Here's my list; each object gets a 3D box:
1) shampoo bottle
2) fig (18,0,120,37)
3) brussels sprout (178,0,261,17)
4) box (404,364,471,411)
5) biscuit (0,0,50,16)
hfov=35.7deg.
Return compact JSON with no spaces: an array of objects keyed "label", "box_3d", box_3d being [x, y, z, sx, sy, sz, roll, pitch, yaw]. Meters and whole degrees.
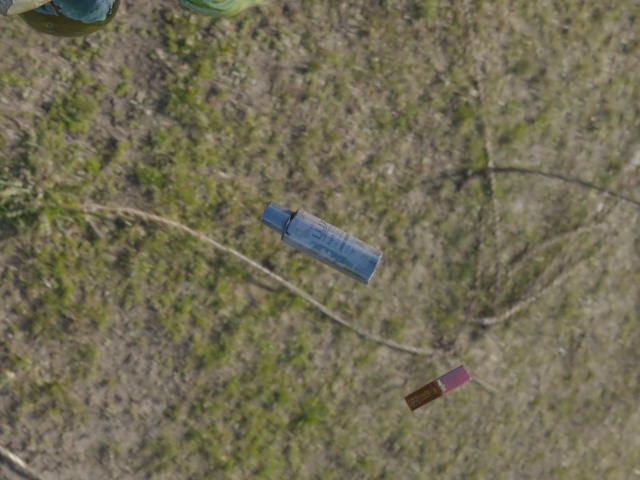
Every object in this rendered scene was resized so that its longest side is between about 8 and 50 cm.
[{"label":"shampoo bottle","box_3d":[0.000,0.000,1.687,0.072,0.214,0.072,-62,178,-4]},{"label":"fig","box_3d":[-0.434,-0.458,1.650,0.195,0.195,0.244,6,69,-46]},{"label":"brussels sprout","box_3d":[-0.173,-0.535,1.640,0.247,0.328,0.328,-32,144,22]},{"label":"box","box_3d":[0.149,0.189,1.266,0.051,0.023,0.082,-23,168,-33]},{"label":"biscuit","box_3d":[-0.297,-0.364,1.182,0.141,0.038,0.290,-20,165,-35]}]
